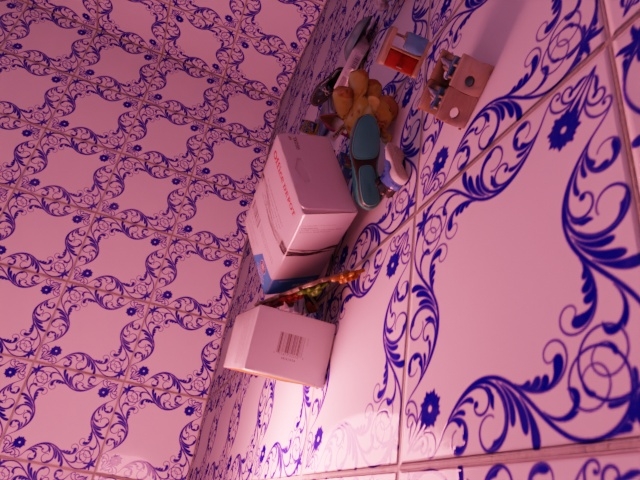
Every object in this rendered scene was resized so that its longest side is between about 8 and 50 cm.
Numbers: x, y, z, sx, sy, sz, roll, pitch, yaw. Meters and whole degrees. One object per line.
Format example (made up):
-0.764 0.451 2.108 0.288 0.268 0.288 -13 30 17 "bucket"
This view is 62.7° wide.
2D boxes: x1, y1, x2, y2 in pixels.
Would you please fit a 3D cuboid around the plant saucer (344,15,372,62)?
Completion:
0.133 -0.771 1.998 0.195 0.037 0.195 -60 1 3 "plant saucer"

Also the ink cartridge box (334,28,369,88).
0.139 -0.696 2.040 0.181 0.056 0.224 -58 2 45 "ink cartridge box"

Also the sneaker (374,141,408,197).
0.162 -0.165 1.263 0.084 0.058 0.152 -50 31 36 "sneaker"

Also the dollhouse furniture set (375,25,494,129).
0.206 -0.317 1.027 0.129 0.184 0.129 -107 37 -66 "dollhouse furniture set"

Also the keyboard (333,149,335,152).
0.040 -0.239 1.838 0.192 0.038 0.100 105 179 -56 "keyboard"

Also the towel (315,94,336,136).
0.002 -0.488 2.295 0.209 0.034 0.285 -91 23 -51 "towel"

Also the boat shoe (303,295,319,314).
-0.029 0.179 1.608 0.043 0.049 0.137 -26 22 5 "boat shoe"

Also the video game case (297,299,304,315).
-0.084 0.205 1.820 0.143 0.019 0.157 127 155 -53 "video game case"

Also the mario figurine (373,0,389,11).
0.255 -0.884 1.731 0.198 0.170 0.320 72 -153 -43 "mario figurine"

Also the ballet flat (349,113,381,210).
0.110 -0.198 1.362 0.087 0.083 0.247 162 106 -76 "ballet flat"

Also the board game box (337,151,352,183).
0.048 -0.179 1.751 0.136 0.035 0.201 -96 27 -58 "board game box"

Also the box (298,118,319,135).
-0.054 -0.504 2.342 0.169 0.054 0.059 -128 55 -72 "box"

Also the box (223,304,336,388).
-0.126 0.299 1.470 0.345 0.215 0.168 146 139 -68 "box"

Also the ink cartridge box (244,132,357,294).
-0.073 -0.068 1.514 0.395 0.166 0.285 119 140 -48 "ink cartridge box"

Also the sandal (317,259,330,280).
0.003 -0.001 1.625 0.102 0.076 0.265 158 129 -71 "sandal"

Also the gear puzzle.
-0.010 0.129 1.380 0.339 0.175 0.044 -24 83 41 "gear puzzle"

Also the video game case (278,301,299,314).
-0.124 0.280 1.804 0.183 0.023 0.201 -113 41 -64 "video game case"

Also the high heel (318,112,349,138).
0.068 -0.397 1.768 0.244 0.117 0.082 -118 48 -71 "high heel"

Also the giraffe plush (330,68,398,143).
0.135 -0.351 1.431 0.170 0.181 0.210 23 84 54 "giraffe plush"

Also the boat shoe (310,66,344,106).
0.029 -0.637 2.182 0.206 0.075 0.065 -42 10 21 "boat shoe"
